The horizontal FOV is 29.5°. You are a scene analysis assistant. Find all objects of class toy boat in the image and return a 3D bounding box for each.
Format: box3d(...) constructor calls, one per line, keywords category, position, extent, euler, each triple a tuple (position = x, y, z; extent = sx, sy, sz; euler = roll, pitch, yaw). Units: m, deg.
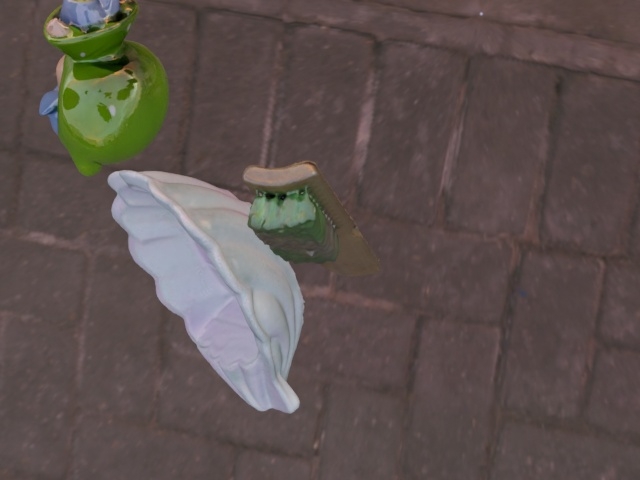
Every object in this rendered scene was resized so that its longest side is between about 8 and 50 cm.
box3d(category="toy boat", position=(-0.096, 0.036, 1.197), extent=(0.100, 0.199, 0.290), euler=(-36, 115, -24))

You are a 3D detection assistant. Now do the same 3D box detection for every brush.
box3d(category="brush", position=(0.000, 0.000, 0.903), extent=(0.054, 0.282, 0.048), euler=(3, 78, 12))

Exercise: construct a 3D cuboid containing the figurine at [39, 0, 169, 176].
box3d(category="figurine", position=(-0.265, -0.207, 1.468), extent=(0.143, 0.162, 0.263), euler=(22, 132, 27))
